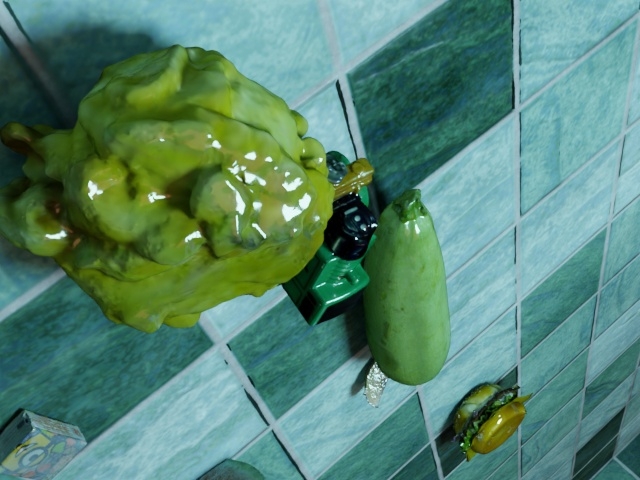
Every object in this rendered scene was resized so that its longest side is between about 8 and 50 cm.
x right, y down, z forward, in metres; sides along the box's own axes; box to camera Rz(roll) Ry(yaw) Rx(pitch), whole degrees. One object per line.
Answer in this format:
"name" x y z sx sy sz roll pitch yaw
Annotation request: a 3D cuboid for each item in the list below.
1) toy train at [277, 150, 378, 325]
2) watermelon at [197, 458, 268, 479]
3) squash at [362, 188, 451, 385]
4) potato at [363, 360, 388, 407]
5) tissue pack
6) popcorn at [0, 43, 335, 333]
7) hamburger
"toy train" 0.000 0.000 0.785 0.091 0.136 0.228 -26 164 -29
"watermelon" -0.125 0.350 1.055 0.180 0.081 0.094 -25 180 31
"squash" 0.108 0.067 1.008 0.118 0.118 0.371 -34 140 -19
"potato" 0.085 0.208 1.194 0.037 0.036 0.093 22 90 -16
"tissue pack" -0.291 0.213 0.790 0.063 0.035 0.083 -47 145 0
"popcorn" -0.121 -0.045 0.614 0.265 0.192 0.233 5 140 -22
"hamburger" 0.341 0.356 1.555 0.189 0.093 0.164 1 125 -46
